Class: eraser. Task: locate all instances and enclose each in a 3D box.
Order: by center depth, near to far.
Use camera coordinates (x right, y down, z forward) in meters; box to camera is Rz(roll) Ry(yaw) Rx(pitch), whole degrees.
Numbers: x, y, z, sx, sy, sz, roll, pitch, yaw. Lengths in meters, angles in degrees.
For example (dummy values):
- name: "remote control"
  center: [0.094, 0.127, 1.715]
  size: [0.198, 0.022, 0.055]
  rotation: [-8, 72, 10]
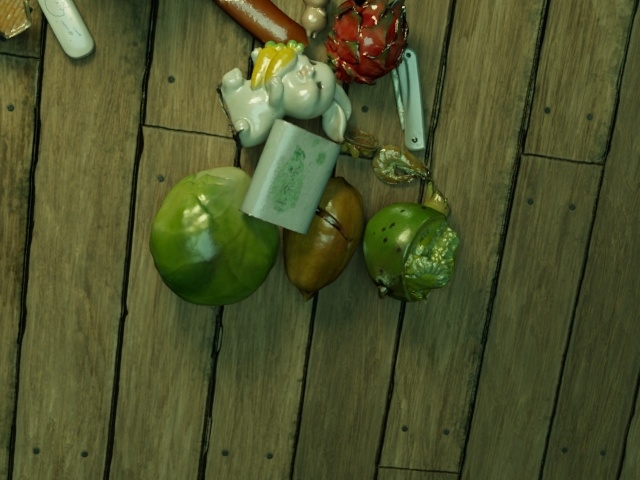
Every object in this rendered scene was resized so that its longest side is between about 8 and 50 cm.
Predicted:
- name: "eraser"
  center: [-0.069, -0.144, 1.592]
  size: [0.174, 0.081, 0.227]
  rotation: [20, 96, -26]

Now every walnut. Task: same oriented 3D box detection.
- name: "walnut"
  center: [0.000, 0.000, 1.752]
  size: [0.209, 0.209, 0.336]
  rotation: [9, 103, -9]

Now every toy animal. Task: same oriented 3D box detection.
- name: "toy animal"
  center: [-0.080, -0.337, 1.669]
  size: [0.310, 0.183, 0.247]
  rotation: [-20, 136, -3]
- name: "toy animal"
  center: [-0.017, -0.577, 1.705]
  size: [0.089, 0.083, 0.150]
  rotation: [-1, 101, -5]

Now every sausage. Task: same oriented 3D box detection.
- name: "sausage"
  center: [-0.179, -0.569, 1.680]
  size: [0.348, 0.094, 0.097]
  rotation: [39, 82, -11]

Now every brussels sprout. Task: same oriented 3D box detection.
- name: "brussels sprout"
  center: [-0.264, -0.007, 1.690]
  size: [0.344, 0.268, 0.344]
  rotation: [5, 81, -33]

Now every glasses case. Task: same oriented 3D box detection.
- name: "glasses case"
  center: [-0.611, -0.532, 1.648]
  size: [0.076, 0.049, 0.197]
  rotation: [-25, 102, -2]

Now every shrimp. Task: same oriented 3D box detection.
- name: "shrimp"
  center: [0.220, -0.188, 1.826]
  size: [0.180, 0.041, 0.099]
  rotation: [23, 97, -11]

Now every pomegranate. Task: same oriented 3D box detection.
- name: "pomegranate"
  center: [0.242, 0.000, 1.773]
  size: [0.260, 0.260, 0.341]
  rotation: [36, 62, -12]

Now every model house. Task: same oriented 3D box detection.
- name: "model house"
  center: [-0.739, -0.542, 1.573]
  size: [0.172, 0.183, 0.166]
  rotation: [29, 93, -50]

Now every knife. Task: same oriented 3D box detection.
- name: "knife"
  center: [0.231, -0.366, 1.799]
  size: [0.073, 0.040, 0.266]
  rotation: [-9, 101, 5]

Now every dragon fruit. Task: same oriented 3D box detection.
- name: "dragon fruit"
  center: [0.121, -0.496, 1.679]
  size: [0.193, 0.192, 0.274]
  rotation: [32, 117, -35]

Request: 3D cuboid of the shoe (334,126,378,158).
- name: "shoe"
  center: [0.092, -0.247, 1.783]
  size: [0.109, 0.069, 0.072]
  rotation: [-4, 63, -18]
